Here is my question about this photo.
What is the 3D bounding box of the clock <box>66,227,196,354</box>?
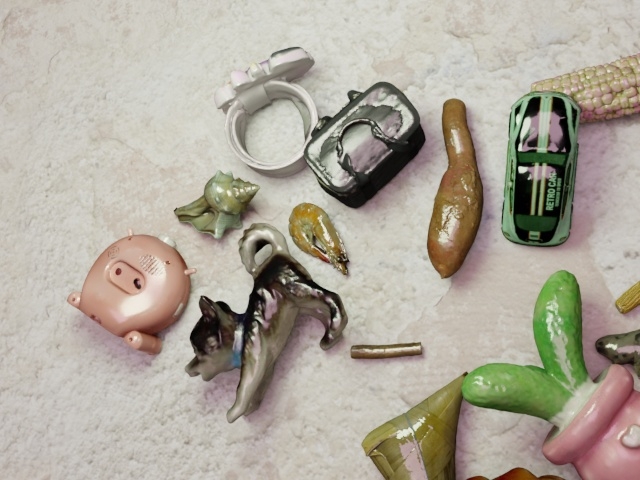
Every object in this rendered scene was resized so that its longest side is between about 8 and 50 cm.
[{"bbox_3d":[-0.398,0.092,1.719,0.227,0.142,0.241,31,83,19],"label":"clock"}]

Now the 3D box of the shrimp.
[{"bbox_3d":[0.000,0.000,1.685,0.101,0.042,0.190,-47,70,23],"label":"shrimp"}]

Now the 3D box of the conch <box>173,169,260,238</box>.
[{"bbox_3d":[-0.211,-0.070,1.729,0.234,0.114,0.137,-45,54,39],"label":"conch"}]

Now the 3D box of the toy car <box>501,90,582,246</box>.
[{"bbox_3d":[0.423,-0.132,1.522,0.136,0.125,0.306,5,103,15],"label":"toy car"}]

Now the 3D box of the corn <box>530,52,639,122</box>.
[{"bbox_3d":[0.576,-0.292,1.557,0.335,0.126,0.127,-12,75,17],"label":"corn"}]

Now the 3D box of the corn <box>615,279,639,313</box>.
[{"bbox_3d":[0.599,0.103,1.497,0.092,0.037,0.037,-39,71,3],"label":"corn"}]

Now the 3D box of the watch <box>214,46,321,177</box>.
[{"bbox_3d":[-0.090,-0.268,1.697,0.244,0.196,0.231,-27,79,5],"label":"watch"}]

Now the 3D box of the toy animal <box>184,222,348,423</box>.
[{"bbox_3d":[-0.142,0.156,1.612,0.344,0.194,0.303,-39,76,1],"label":"toy animal"}]

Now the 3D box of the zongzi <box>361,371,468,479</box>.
[{"bbox_3d":[0.238,0.406,1.498,0.256,0.115,0.228,-33,75,-5],"label":"zongzi"}]

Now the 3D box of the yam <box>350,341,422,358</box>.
[{"bbox_3d":[0.133,0.223,1.599,0.145,0.032,0.032,-6,76,15],"label":"yam"}]

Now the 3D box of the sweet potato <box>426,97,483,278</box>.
[{"bbox_3d":[0.279,-0.109,1.601,0.109,0.109,0.386,4,73,16],"label":"sweet potato"}]

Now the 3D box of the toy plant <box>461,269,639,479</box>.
[{"bbox_3d":[0.470,0.274,1.410,0.356,0.211,0.317,40,74,20],"label":"toy plant"}]

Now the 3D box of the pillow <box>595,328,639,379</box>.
[{"bbox_3d":[0.637,0.201,1.457,0.241,0.051,0.093,-12,75,11],"label":"pillow"}]

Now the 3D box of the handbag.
[{"bbox_3d":[0.089,-0.202,1.626,0.254,0.181,0.181,-41,74,2],"label":"handbag"}]

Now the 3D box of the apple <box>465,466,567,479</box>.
[{"bbox_3d":[0.349,0.556,1.340,0.288,0.288,0.317,-13,62,12],"label":"apple"}]
